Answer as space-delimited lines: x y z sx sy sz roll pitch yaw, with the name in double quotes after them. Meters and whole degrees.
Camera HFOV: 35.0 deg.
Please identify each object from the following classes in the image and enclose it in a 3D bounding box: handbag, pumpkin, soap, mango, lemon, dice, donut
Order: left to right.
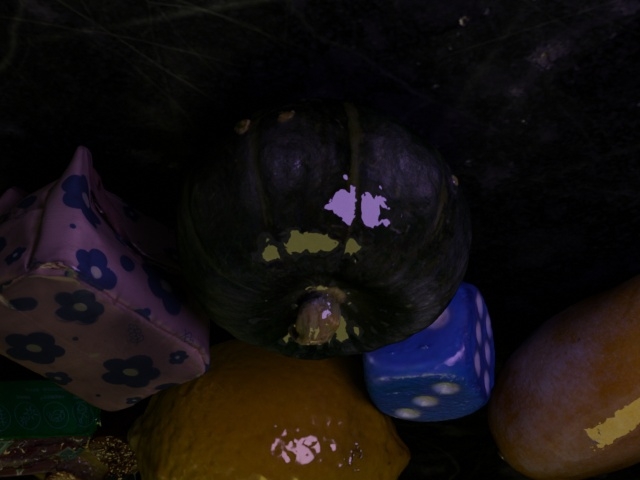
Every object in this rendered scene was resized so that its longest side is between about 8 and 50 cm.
-0.439 0.254 1.351 0.273 0.098 0.217 6 148 -47 "soap"
-0.239 0.039 1.081 0.190 0.193 0.251 -26 134 25 "handbag"
-0.323 0.307 1.507 0.085 0.141 0.217 40 120 -18 "donut"
-0.065 0.276 1.316 0.335 0.336 0.336 1 144 1 "lemon"
0.000 0.000 1.004 0.300 0.207 0.300 1 144 1 "pumpkin"
0.130 0.131 1.241 0.146 0.143 0.146 -8 144 19 "dice"
0.358 0.152 1.212 0.199 0.221 0.384 44 114 5 "mango"

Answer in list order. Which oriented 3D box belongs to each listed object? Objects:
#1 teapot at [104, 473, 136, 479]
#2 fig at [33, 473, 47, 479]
-0.335 0.400 1.661 0.149 0.111 0.108 17 128 -12 "teapot"
-0.416 0.470 1.746 0.175 0.207 0.175 -36 160 -15 "fig"
